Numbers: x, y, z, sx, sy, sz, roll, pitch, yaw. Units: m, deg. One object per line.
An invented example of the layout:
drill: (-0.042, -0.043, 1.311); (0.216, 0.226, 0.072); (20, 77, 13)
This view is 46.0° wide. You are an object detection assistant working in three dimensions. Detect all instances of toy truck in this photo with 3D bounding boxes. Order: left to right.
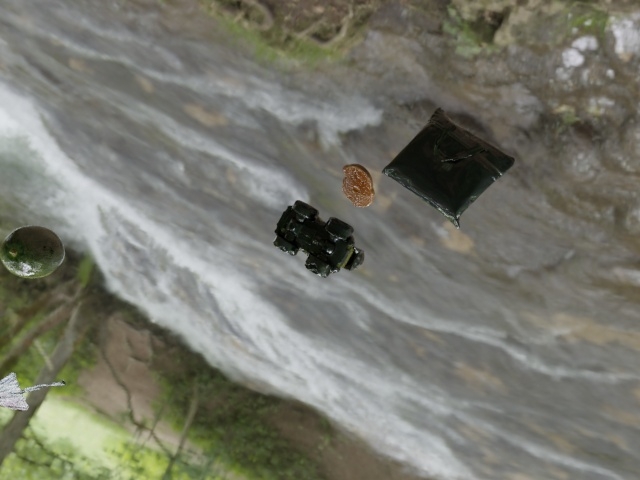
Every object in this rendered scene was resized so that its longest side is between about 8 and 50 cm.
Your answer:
toy truck: (0.000, 0.000, 1.967); (0.224, 0.147, 0.165); (30, -175, 26)

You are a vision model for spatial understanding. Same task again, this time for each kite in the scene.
kite: (-0.531, 0.267, 1.331); (0.157, 0.011, 0.139); (-10, 144, -14)

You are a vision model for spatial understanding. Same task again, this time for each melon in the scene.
melon: (-0.616, 0.026, 1.612); (0.114, 0.114, 0.167); (17, -177, 8)

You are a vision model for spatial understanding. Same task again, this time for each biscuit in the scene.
biscuit: (0.102, -0.146, 2.022); (0.102, 0.019, 0.130); (19, 130, 34)

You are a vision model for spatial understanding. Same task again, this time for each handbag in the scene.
handbag: (0.296, -0.175, 1.760); (0.254, 0.211, 0.089); (41, -178, 32)
